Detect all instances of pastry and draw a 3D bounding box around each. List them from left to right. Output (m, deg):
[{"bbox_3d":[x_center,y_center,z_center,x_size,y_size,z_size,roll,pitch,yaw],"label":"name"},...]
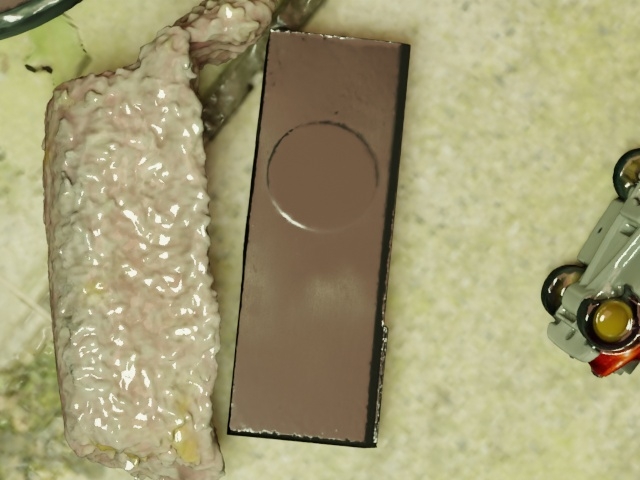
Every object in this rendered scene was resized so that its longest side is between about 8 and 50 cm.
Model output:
[{"bbox_3d":[-0.093,-0.004,0.954,0.112,0.103,0.265,7,81,-11],"label":"pastry"}]

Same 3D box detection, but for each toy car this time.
[{"bbox_3d":[0.197,0.022,0.982,0.112,0.112,0.139,35,92,-16],"label":"toy car"}]

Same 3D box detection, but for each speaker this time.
[{"bbox_3d":[0.000,0.000,0.990,0.082,0.044,0.218,7,84,-4],"label":"speaker"}]

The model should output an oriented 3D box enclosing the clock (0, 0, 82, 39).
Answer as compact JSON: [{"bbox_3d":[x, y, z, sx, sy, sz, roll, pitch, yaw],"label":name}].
[{"bbox_3d":[-0.213,-0.239,0.992,0.281,0.055,0.280,0,85,-4],"label":"clock"}]
